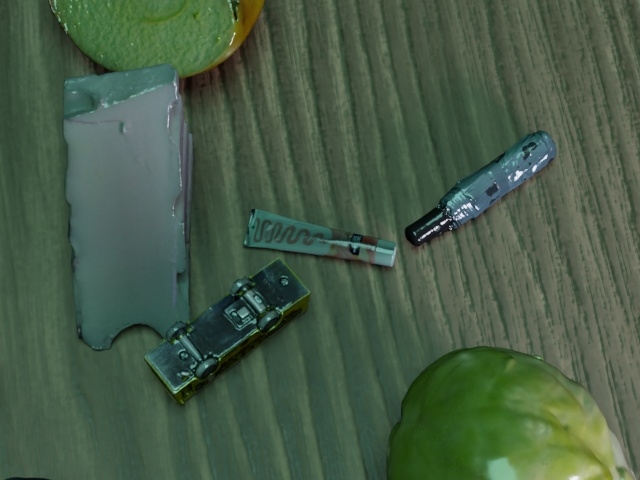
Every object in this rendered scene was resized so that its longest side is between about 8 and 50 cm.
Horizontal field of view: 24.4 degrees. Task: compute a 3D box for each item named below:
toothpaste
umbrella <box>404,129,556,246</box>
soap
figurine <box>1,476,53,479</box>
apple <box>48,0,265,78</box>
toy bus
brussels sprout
[{"bbox_3d":[0.000,0.000,2.008,0.205,0.036,0.056,10,68,8],"label":"toothpaste"},{"bbox_3d":[0.221,-0.070,2.028,0.250,0.053,0.052,-34,72,-15],"label":"umbrella"},{"bbox_3d":[-0.246,-0.044,1.903,0.159,0.258,0.302,-2,67,-3],"label":"soap"},{"bbox_3d":[-0.345,0.412,1.740,0.175,0.197,0.265,6,86,1],"label":"figurine"},{"bbox_3d":[-0.241,-0.366,2.089,0.346,0.179,0.254,30,57,14],"label":"apple"},{"bbox_3d":[-0.122,0.115,1.933,0.226,0.074,0.081,-38,73,-16],"label":"toy bus"},{"bbox_3d":[0.221,0.279,1.786,0.316,0.242,0.274,45,48,15],"label":"brussels sprout"}]
